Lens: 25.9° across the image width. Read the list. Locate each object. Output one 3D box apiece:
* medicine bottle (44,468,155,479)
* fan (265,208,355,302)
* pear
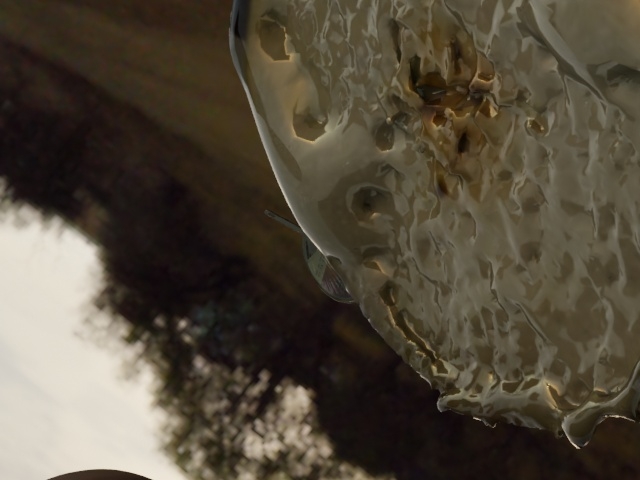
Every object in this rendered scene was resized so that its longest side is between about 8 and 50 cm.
[{"bbox_3d":[-0.034,0.159,0.462,0.133,0.133,0.250,40,161,-25],"label":"medicine bottle"},{"bbox_3d":[0.007,-0.003,0.830,0.080,0.060,0.003,53,-147,8],"label":"fan"},{"bbox_3d":[0.096,-0.067,0.525,0.267,0.178,0.267,30,128,47],"label":"pear"}]
